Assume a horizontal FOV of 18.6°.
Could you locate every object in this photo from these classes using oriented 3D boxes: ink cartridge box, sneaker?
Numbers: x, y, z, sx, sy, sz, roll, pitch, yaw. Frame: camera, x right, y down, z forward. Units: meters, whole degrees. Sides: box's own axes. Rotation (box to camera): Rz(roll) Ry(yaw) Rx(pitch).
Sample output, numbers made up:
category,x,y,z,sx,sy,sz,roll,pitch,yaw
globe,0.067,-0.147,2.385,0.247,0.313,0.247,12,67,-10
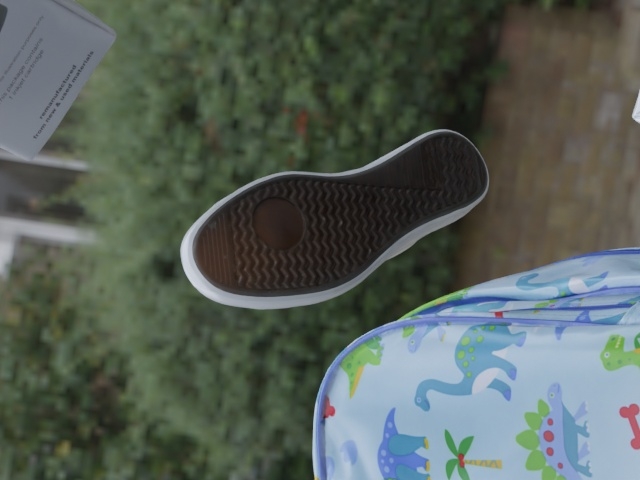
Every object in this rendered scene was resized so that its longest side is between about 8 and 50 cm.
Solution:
category,x,y,z,sx,sy,sz,roll,pitch,yaw
ink cartridge box,-0.335,-0.203,1.452,0.131,0.226,0.306,-56,-36,6
sneaker,0.000,0.000,1.574,0.123,0.290,0.106,-35,76,54

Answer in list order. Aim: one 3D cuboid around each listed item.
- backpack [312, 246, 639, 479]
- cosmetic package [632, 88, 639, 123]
category,x,y,z,sx,sy,sz,roll,pitch,yaw
backpack,0.169,0.131,1.091,0.355,0.273,0.290,11,109,54
cosmetic package,0.410,-0.245,1.543,0.156,0.217,0.385,19,-96,-49
